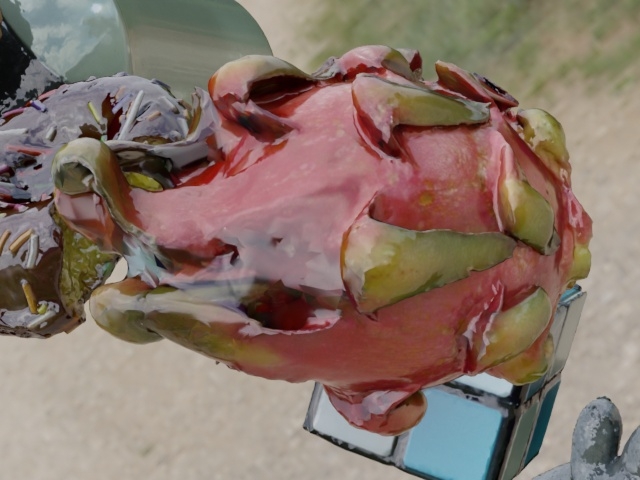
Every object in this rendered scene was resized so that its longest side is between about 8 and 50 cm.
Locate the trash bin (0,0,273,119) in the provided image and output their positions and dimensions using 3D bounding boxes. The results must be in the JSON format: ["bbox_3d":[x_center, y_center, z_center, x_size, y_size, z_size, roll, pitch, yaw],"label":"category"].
[{"bbox_3d":[-0.244,-0.167,1.897,0.280,0.280,0.432,-38,-14,21],"label":"trash bin"}]

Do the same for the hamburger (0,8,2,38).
[{"bbox_3d":[-0.440,-0.213,1.572,0.284,0.304,0.174,-37,30,-28],"label":"hamburger"}]

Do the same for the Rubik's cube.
[{"bbox_3d":[0.110,0.101,1.567,0.183,0.180,0.167,-27,-47,-69],"label":"Rubik's cube"}]

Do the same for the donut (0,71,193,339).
[{"bbox_3d":[-0.185,-0.039,1.331,0.230,0.096,0.216,-36,35,-6],"label":"donut"}]

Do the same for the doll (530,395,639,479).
[{"bbox_3d":[0.380,0.300,2.146,0.158,0.246,0.340,-32,-14,-51],"label":"doll"}]

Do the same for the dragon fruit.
[{"bbox_3d":[0.006,-0.003,1.108,0.243,0.307,0.227,-33,-47,-69],"label":"dragon fruit"}]
